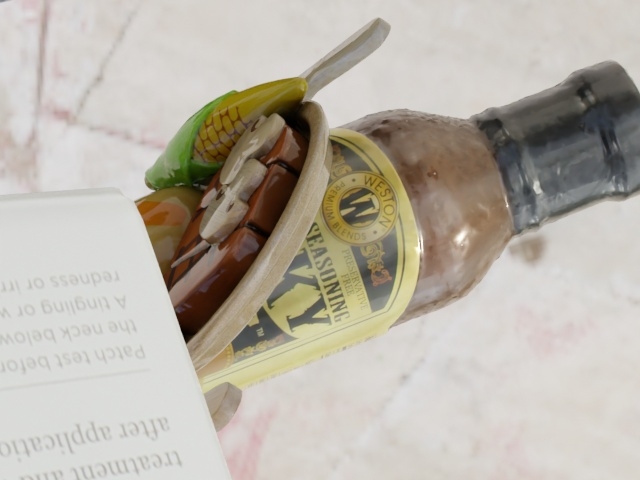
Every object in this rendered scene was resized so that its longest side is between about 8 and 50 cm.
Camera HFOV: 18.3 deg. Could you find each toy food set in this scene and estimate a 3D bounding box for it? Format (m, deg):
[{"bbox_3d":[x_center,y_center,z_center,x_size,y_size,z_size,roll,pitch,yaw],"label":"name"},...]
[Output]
[{"bbox_3d":[-0.045,-0.002,0.722,0.038,0.192,0.132,34,142,-18],"label":"toy food set"}]

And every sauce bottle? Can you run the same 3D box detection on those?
[{"bbox_3d":[0.000,0.000,0.989,0.344,0.111,0.111,-23,133,-5],"label":"sauce bottle"}]

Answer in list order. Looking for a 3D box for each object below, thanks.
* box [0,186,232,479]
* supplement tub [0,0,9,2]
[{"bbox_3d":[-0.106,0.191,0.437,0.168,0.345,0.215,-5,158,-41],"label":"box"},{"bbox_3d":[-0.209,-0.248,1.214,0.106,0.106,0.198,3,113,-13],"label":"supplement tub"}]
